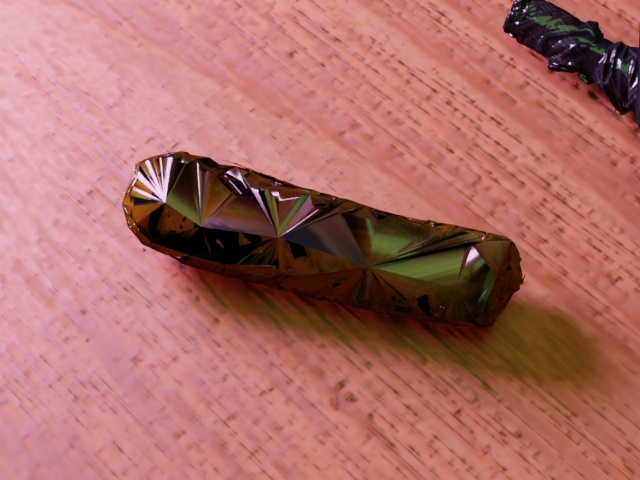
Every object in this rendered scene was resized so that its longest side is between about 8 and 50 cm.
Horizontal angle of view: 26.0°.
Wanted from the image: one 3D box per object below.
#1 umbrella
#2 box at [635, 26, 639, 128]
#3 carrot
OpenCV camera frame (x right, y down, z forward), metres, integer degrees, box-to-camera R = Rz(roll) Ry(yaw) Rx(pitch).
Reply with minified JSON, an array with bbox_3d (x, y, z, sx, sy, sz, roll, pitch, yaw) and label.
[{"bbox_3d":[0.174,-0.106,0.841,0.144,0.040,0.037,35,52,22],"label":"umbrella"},{"bbox_3d":[0.300,-0.108,0.799,0.230,0.050,0.160,10,59,1],"label":"box"},{"bbox_3d":[0.000,0.000,0.782,0.228,0.069,0.069,14,60,15],"label":"carrot"}]
